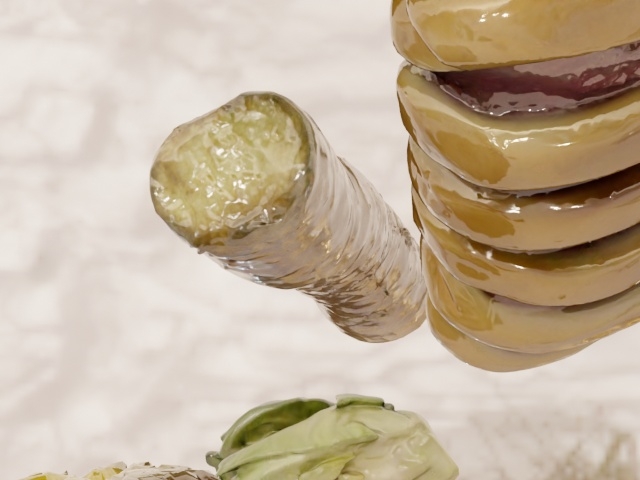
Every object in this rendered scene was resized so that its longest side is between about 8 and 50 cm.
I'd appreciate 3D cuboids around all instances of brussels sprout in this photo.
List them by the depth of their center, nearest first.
[{"bbox_3d":[0.002,0.169,1.291,0.181,0.100,0.139,-25,128,1],"label":"brussels sprout"}]

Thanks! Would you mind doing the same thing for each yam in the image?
[{"bbox_3d":[0.000,0.000,0.909,0.081,0.081,0.356,-3,168,12],"label":"yam"}]

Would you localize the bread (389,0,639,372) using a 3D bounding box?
[{"bbox_3d":[0.094,-0.035,0.616,0.134,0.081,0.225,-31,148,-10],"label":"bread"}]

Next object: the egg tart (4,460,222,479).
[{"bbox_3d":[-0.130,0.130,0.607,0.278,0.095,0.279,-16,177,-1],"label":"egg tart"}]
